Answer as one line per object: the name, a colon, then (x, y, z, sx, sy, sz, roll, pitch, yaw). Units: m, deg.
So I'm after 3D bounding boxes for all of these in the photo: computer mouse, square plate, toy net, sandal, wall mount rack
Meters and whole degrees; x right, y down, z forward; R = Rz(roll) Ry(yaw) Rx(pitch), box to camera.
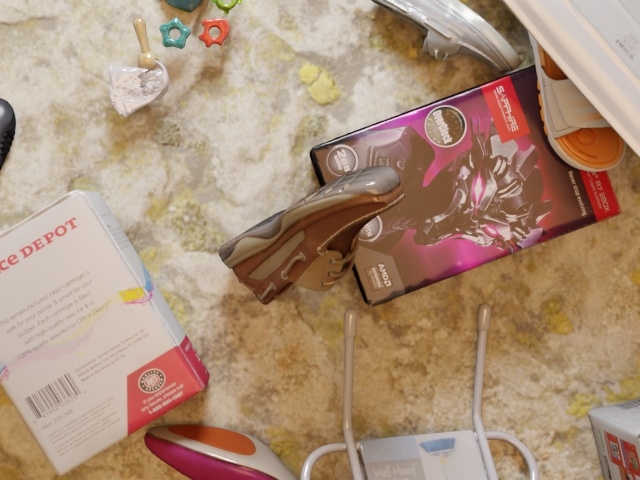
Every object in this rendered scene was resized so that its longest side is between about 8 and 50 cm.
computer mouse: (-0.476, -0.080, 1.326, 0.071, 0.041, 0.242, 20, 92, -4)
square plate: (0.408, -0.280, 1.256, 0.347, 0.049, 0.344, 48, 50, -3)
toy net: (-0.202, -0.265, 1.332, 0.122, 0.045, 0.232, 28, 92, -5)
sandal: (0.327, -0.215, 1.253, 0.102, 0.076, 0.265, -18, 92, -8)
wall mount rack: (0.146, 0.248, 1.304, 0.350, 0.130, 0.304, 0, 58, -21)

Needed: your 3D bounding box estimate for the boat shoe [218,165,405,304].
boat shoe: (0.000, 0.000, 1.242, 0.123, 0.324, 0.116, -32, 93, -39)

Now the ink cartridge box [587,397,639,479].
ink cartridge box: (0.478, 0.375, 1.267, 0.130, 0.272, 0.309, -13, 89, -2)

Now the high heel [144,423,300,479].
high heel: (-0.078, 0.378, 1.328, 0.377, 0.127, 0.181, 20, 98, 1)

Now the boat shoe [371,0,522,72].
boat shoe: (0.166, -0.287, 1.333, 0.227, 0.079, 0.081, 38, 98, 6)

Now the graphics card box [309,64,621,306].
graphics card box: (0.193, -0.080, 1.333, 0.371, 0.094, 0.232, -20, 93, -1)

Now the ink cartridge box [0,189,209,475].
ink cartridge box: (-0.319, 0.115, 1.297, 0.226, 0.131, 0.306, -30, 92, -1)
